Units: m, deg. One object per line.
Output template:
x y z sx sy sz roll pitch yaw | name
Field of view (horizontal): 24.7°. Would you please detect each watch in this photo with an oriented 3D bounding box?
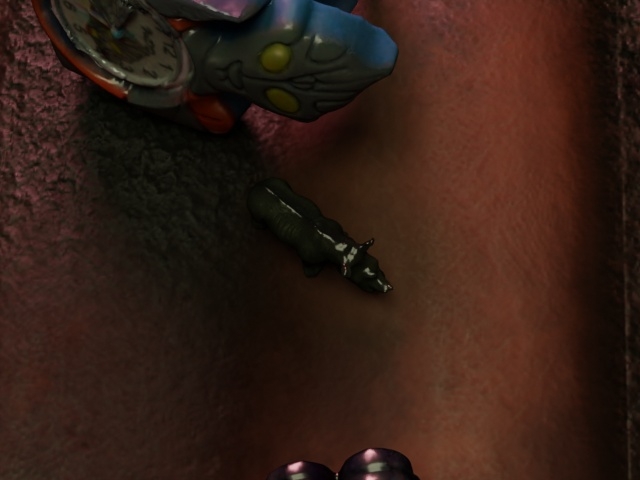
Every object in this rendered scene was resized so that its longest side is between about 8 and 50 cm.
-0.057 -0.241 1.144 0.305 0.241 0.274 19 58 13 | watch

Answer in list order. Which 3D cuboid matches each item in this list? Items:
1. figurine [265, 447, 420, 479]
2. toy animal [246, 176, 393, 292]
0.026 0.293 0.927 0.185 0.204 0.332 -11 68 4 | figurine
0.000 0.000 1.118 0.136 0.065 0.047 40 79 17 | toy animal
